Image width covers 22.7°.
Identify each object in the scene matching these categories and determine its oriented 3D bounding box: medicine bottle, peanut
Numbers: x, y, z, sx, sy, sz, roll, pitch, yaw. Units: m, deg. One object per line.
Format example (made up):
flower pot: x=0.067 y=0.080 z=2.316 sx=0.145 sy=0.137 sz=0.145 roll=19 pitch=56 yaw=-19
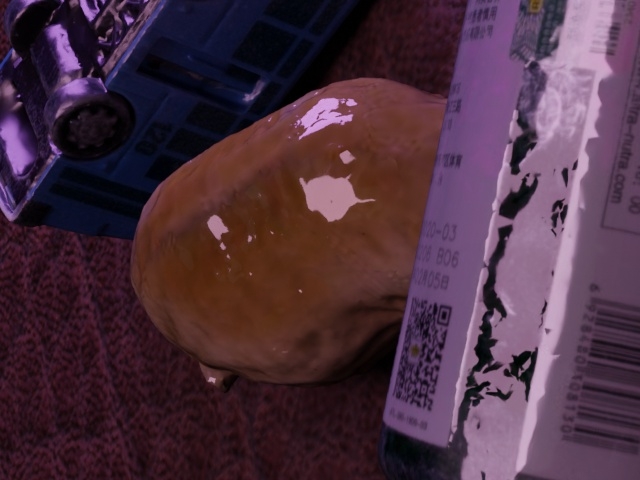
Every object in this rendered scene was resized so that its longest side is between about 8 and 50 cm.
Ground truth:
medicine bottle: x=0.115 y=-0.040 z=0.587 sx=0.141 sy=0.141 sz=0.293 roll=11 pitch=90 yaw=53
peanut: x=0.000 y=0.000 z=0.740 sx=0.224 sy=0.129 sz=0.129 roll=-31 pitch=58 yaw=44

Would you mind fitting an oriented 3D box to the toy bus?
toy bus: x=-0.079 y=-0.110 z=0.860 sx=0.234 sy=0.134 sz=0.116 roll=-51 pitch=45 yaw=24
